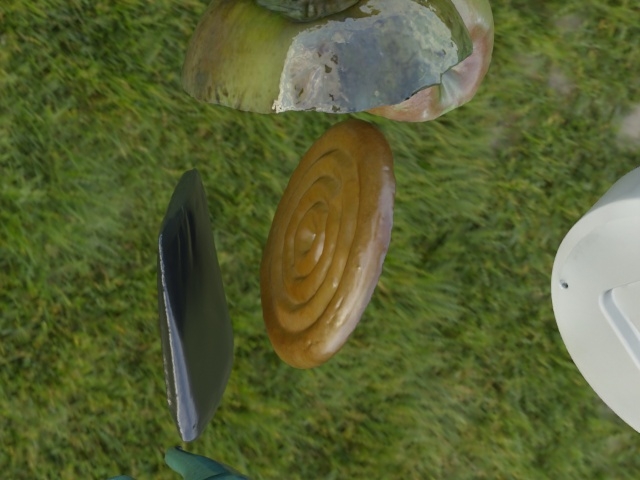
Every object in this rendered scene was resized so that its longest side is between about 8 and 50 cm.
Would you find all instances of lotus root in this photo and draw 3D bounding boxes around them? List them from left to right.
[{"bbox_3d":[-0.002,-0.157,0.830,0.183,0.203,0.078,-36,129,-38],"label":"lotus root"}]

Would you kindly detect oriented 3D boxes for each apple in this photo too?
[{"bbox_3d":[0.067,-0.220,1.189,0.207,0.188,0.174,-48,145,-29],"label":"apple"}]

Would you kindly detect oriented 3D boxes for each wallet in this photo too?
[{"bbox_3d":[-0.136,0.065,1.228,0.052,0.168,0.245,0,118,9],"label":"wallet"}]

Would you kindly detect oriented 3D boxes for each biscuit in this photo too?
[{"bbox_3d":[-0.001,0.000,1.194,0.037,0.262,0.262,15,103,-22],"label":"biscuit"}]

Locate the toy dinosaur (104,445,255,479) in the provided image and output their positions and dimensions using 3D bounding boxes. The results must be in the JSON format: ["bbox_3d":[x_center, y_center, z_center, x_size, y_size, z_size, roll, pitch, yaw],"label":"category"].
[{"bbox_3d":[-0.036,0.240,0.912,0.330,0.383,0.129,-17,113,22],"label":"toy dinosaur"}]

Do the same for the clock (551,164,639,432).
[{"bbox_3d":[0.275,0.054,0.830,0.083,0.230,0.230,-40,124,-36],"label":"clock"}]
